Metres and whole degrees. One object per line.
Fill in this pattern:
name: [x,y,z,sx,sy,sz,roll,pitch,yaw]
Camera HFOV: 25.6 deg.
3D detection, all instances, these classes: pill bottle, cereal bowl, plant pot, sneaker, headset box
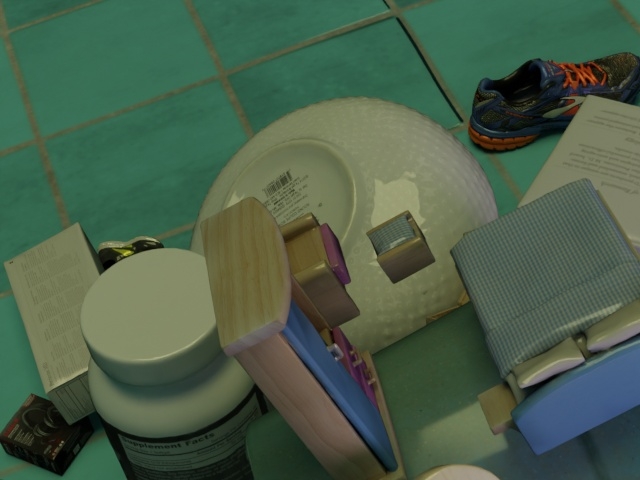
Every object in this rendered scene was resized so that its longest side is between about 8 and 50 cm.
pill bottle: [-0.122,0.147,1.304,0.162,0.278,0.162,-6,45,7]
cereal bowl: [0.000,0.000,1.421,0.338,0.141,0.339,-13,64,28]
plant pot: [0.136,0.205,1.181,0.334,0.341,0.341,-24,46,1]
sneaker: [-0.219,0.019,1.623,0.083,0.031,0.035,-8,51,18]
headset box: [-0.288,0.199,1.463,0.083,0.032,0.062,18,53,25]
sneaker: [0.278,-0.174,1.650,0.221,0.087,0.083,-21,47,-7]

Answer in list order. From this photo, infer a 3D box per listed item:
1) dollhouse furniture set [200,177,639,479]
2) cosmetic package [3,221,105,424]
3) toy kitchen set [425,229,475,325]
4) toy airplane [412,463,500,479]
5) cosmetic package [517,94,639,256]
dollhouse furniture set: [0.093,-0.004,1.033,0.303,0.198,0.286,-27,39,9]
cosmetic package: [-0.264,0.085,1.513,0.098,0.060,0.239,-27,40,-4]
toy kitchen set: [0.144,0.042,1.297,0.075,0.083,0.068,-17,17,-35]
toy airplane: [0.182,0.389,0.954,0.386,0.272,0.385,21,92,7]
cosmetic package: [0.309,-0.024,1.457,0.151,0.151,0.184,18,54,26]
